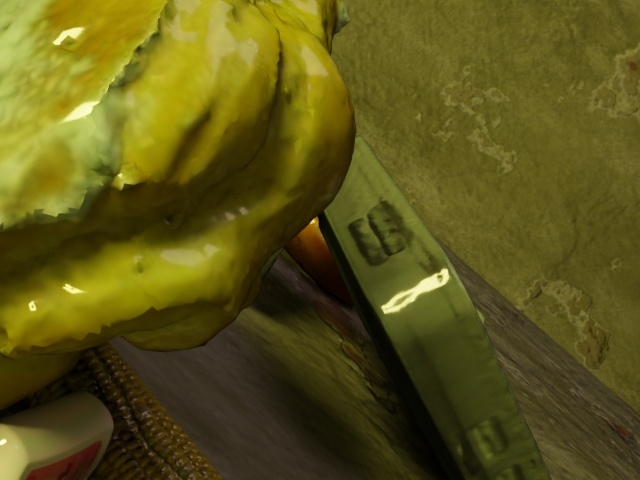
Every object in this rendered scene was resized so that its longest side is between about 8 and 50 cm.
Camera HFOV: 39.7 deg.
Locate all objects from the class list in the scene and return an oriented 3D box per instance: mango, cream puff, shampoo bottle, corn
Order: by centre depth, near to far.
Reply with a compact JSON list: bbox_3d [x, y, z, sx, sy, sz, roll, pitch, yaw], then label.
[{"bbox_3d":[-0.159,0.119,0.464,0.043,0.072,0.099,40,12,13],"label":"shampoo bottle"},{"bbox_3d":[-0.150,-0.057,0.526,0.378,0.378,0.276,52,-10,37],"label":"cream puff"},{"bbox_3d":[-0.131,0.120,0.560,0.203,0.072,0.072,46,13,20],"label":"corn"},{"bbox_3d":[0.005,-0.005,1.291,0.217,0.102,0.141,43,6,-8],"label":"mango"}]

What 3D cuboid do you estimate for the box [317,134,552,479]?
[{"bbox_3d":[0.123,0.110,1.022,0.397,0.111,0.396,61,3,-28],"label":"box"}]

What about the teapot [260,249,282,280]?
[{"bbox_3d":[-0.110,-0.048,1.009,0.149,0.162,0.239,27,27,-12],"label":"teapot"}]
